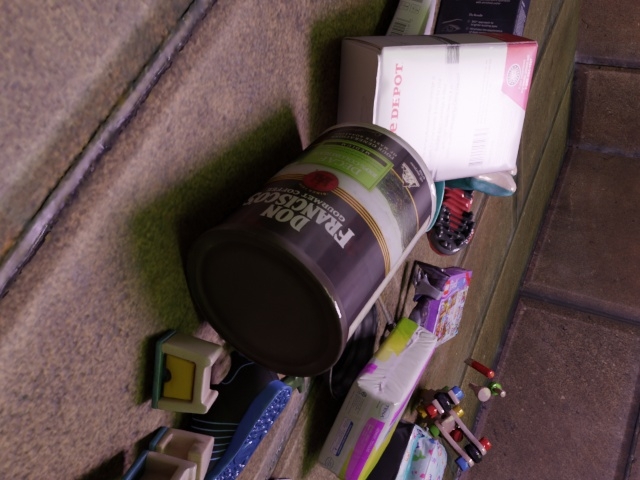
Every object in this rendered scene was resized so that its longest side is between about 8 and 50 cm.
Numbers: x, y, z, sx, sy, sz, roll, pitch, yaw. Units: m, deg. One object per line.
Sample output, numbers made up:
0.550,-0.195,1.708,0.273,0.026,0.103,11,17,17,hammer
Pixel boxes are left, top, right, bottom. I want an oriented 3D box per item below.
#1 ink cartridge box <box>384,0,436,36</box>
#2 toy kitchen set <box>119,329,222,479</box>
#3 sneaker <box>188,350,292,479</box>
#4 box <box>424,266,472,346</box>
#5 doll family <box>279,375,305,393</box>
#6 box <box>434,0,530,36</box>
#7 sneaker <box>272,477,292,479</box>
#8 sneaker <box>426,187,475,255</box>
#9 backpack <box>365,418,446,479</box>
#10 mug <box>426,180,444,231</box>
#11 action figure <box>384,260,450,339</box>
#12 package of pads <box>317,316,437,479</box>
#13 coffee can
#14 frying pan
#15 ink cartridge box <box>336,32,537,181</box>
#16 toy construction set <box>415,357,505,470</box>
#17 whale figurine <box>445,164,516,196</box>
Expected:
0.151,-0.332,1.070,0.224,0.056,0.180,80,30,-74,ink cartridge box
-0.193,0.202,0.611,0.207,0.122,0.165,-56,155,-75,toy kitchen set
-0.132,0.246,0.769,0.232,0.090,0.081,-54,155,5,sneaker
0.341,0.181,1.688,0.293,0.057,0.200,-1,105,-63,box
-0.059,0.148,0.851,0.111,0.076,0.192,-37,144,-24,doll family
0.323,-0.443,1.207,0.093,0.156,0.158,0,103,-64,box
-0.062,0.484,0.934,0.235,0.153,0.093,-34,134,-53,sneaker
0.265,-0.041,1.321,0.135,0.098,0.276,-54,-170,37,sneaker
0.194,0.549,1.461,0.225,0.191,0.253,-67,158,-18,backpack
0.171,-0.080,1.165,0.129,0.098,0.157,-57,150,-33,mug
0.221,0.195,1.423,0.185,0.099,0.284,3,104,-71,action figure
0.119,0.314,1.199,0.296,0.101,0.229,-34,148,-59,package of pads
0.000,0.000,0.749,0.275,0.202,0.201,-48,143,-44,coffee can
0.037,0.169,1.079,0.197,0.053,0.326,-65,153,-19,frying pan
0.171,-0.205,0.927,0.283,0.117,0.207,-10,119,-25,ink cartridge box
0.379,0.485,1.794,0.308,0.258,0.237,-57,-163,-2,toy construction set
0.288,-0.149,1.214,0.272,0.217,0.141,-102,-146,-56,whale figurine
